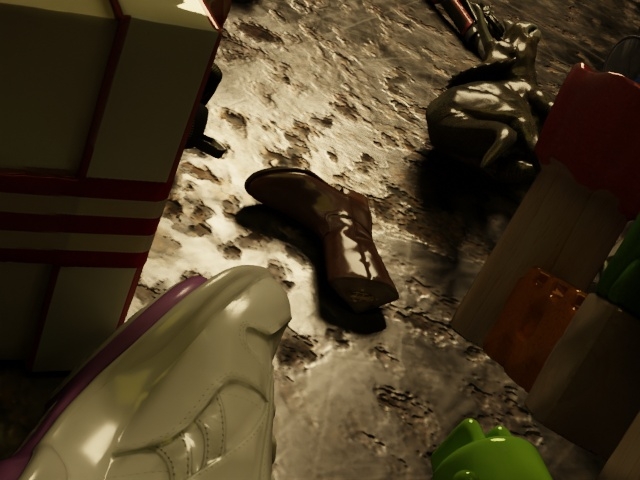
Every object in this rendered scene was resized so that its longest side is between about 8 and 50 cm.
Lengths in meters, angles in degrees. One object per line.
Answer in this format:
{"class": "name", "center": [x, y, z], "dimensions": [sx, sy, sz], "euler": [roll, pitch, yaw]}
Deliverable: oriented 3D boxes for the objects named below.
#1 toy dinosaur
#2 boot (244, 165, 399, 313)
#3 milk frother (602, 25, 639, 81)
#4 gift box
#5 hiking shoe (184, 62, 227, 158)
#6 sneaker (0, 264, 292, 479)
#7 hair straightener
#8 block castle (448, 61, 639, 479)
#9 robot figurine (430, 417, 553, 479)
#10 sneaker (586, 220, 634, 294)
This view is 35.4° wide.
{"class": "toy dinosaur", "center": [0.161, -0.102, 0.927], "dimensions": [0.160, 0.121, 0.313], "euler": [23, 36, 16]}
{"class": "boot", "center": [0.000, 0.000, 0.721], "dimensions": [0.106, 0.037, 0.114], "euler": [11, 41, -20]}
{"class": "milk frother", "center": [0.417, -0.222, 1.274], "dimensions": [0.135, 0.129, 0.143], "euler": [7, -5, -28]}
{"class": "gift box", "center": [-0.200, -0.106, 0.526], "dimensions": [0.258, 0.255, 0.276], "euler": [3, 46, -29]}
{"class": "hiking shoe", "center": [-0.140, -0.143, 0.792], "dimensions": [0.114, 0.086, 0.227], "euler": [20, 37, -35]}
{"class": "sneaker", "center": [-0.071, 0.123, 0.462], "dimensions": [0.152, 0.114, 0.305], "euler": [45, 33, -7]}
{"class": "hair straightener", "center": [0.189, -0.295, 1.242], "dimensions": [0.089, 0.047, 0.230], "euler": [3, 40, -31]}
{"class": "block castle", "center": [0.254, 0.050, 0.360], "dimensions": [0.303, 0.213, 0.453], "euler": [30, 4, -8]}
{"class": "robot figurine", "center": [0.101, 0.154, 0.545], "dimensions": [0.101, 0.067, 0.115], "euler": [20, 32, -32]}
{"class": "sneaker", "center": [0.258, 0.059, 0.790], "dimensions": [0.115, 0.105, 0.281], "euler": [5, 26, 32]}
